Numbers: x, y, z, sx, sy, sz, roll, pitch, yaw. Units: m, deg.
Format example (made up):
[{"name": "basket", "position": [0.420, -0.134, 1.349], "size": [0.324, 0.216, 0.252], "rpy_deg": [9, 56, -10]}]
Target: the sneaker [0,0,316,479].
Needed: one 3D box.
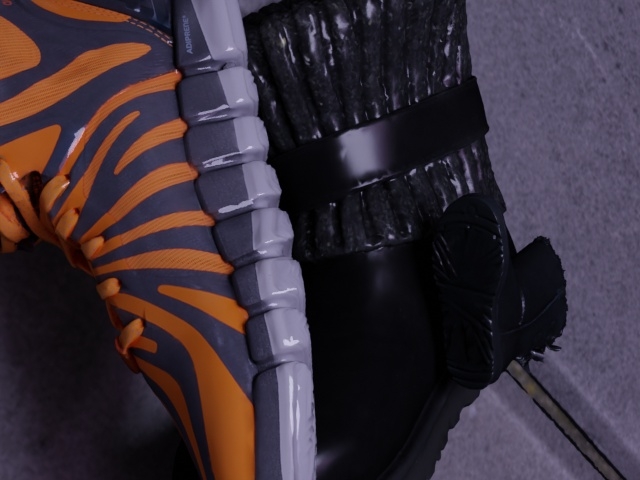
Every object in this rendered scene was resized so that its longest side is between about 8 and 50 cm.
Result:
[{"name": "sneaker", "position": [-0.107, 0.009, 0.700], "size": [0.180, 0.124, 0.321], "rpy_deg": [-10, 62, -7]}]

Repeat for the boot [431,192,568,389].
[{"name": "boot", "position": [0.108, 0.021, 0.839], "size": [0.099, 0.045, 0.121], "rpy_deg": [-25, 117, -51]}]

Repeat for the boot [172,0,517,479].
[{"name": "boot", "position": [-0.003, 0.000, 0.833], "size": [0.348, 0.131, 0.260], "rpy_deg": [-43, 124, -47]}]
